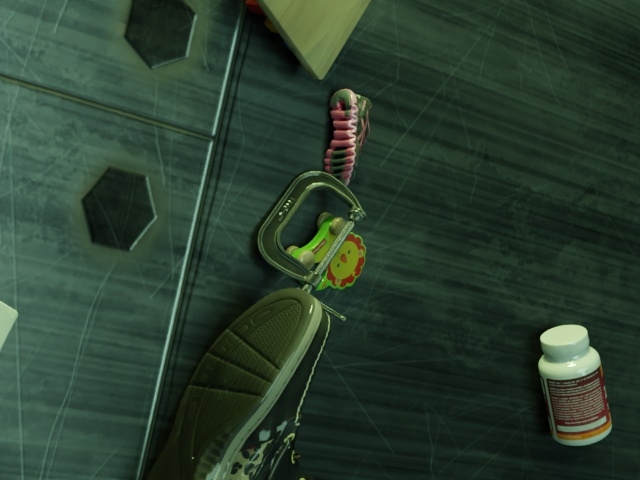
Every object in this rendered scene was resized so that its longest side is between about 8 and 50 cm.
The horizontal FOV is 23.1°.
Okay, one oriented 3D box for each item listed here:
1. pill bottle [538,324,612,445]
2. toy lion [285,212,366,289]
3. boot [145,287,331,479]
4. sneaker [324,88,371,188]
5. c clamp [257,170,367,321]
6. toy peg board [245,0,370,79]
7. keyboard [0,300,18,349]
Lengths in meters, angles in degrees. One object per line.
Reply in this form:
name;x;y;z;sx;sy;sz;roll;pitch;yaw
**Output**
pill bottle;0.347;0.197;2.149;0.086;0.086;0.152;-26;113;-34
toy lion;0.012;0.023;1.889;0.100;0.034;0.096;-45;129;-25
boot;-0.036;0.269;1.811;0.284;0.138;0.377;33;79;-36
sneaker;0.039;-0.121;1.884;0.057;0.047;0.119;1;97;-51
c clamp;0.000;0.000;1.836;0.137;0.022;0.160;27;67;1
toy peg board;-0.022;-0.300;1.796;0.161;0.079;0.160;-59;142;-16
keyboard;-0.378;0.158;1.544;0.072;0.014;0.256;39;55;-27
